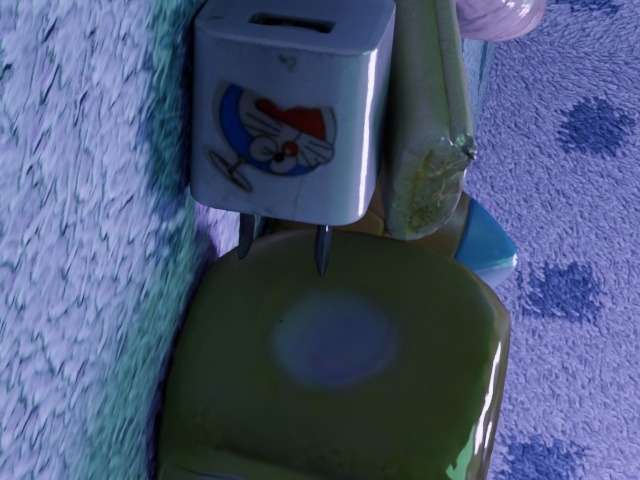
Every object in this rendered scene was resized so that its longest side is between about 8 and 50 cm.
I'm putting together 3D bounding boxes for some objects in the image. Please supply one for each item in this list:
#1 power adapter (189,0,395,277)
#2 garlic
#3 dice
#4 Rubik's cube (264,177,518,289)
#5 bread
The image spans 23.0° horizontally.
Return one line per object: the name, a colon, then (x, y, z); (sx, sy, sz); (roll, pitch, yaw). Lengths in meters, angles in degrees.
power adapter: (-0.021, -0.069, 1.120); (0.125, 0.130, 0.205); (-69, 164, -59)
garlic: (0.179, -0.328, 2.109); (0.212, 0.218, 0.218); (-43, 176, 9)
dice: (0.014, 0.144, 1.223); (0.233, 0.238, 0.227); (90, 14, -51)
Rubik's cube: (0.027, 0.003, 1.503); (0.254, 0.254, 0.254); (9, 90, -81)
bread: (0.073, -0.108, 1.186); (0.139, 0.060, 0.178); (101, -14, -58)
